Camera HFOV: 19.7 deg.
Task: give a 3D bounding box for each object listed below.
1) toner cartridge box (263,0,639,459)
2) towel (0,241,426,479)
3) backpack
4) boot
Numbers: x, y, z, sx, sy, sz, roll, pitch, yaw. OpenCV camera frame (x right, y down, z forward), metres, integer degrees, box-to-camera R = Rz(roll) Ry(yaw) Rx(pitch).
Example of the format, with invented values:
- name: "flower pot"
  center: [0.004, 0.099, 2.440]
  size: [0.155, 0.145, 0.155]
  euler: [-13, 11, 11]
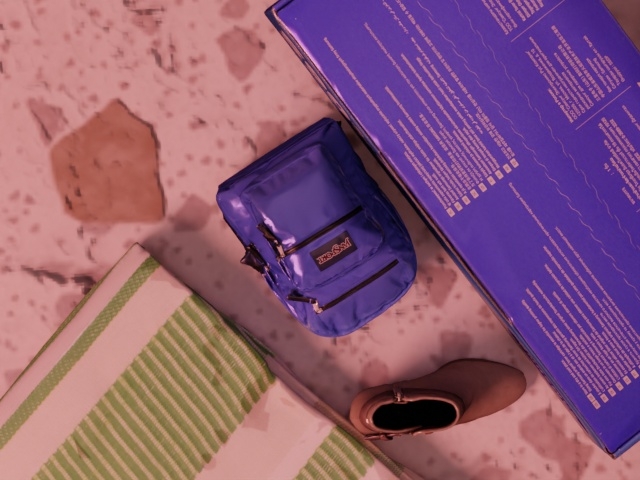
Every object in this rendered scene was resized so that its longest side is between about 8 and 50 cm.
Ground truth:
- name: "toner cartridge box"
  center: [0.135, -0.053, 1.139]
  size: [0.165, 0.075, 0.348]
  euler: [-37, 98, 0]
- name: "towel"
  center: [-0.069, 0.193, 1.158]
  size: [0.325, 0.038, 0.248]
  euler: [41, 83, -6]
- name: "backpack"
  center: [0.000, 0.000, 1.131]
  size: [0.098, 0.101, 0.120]
  euler: [-31, 98, 5]
- name: "boot"
  center: [0.076, 0.102, 1.147]
  size: [0.118, 0.087, 0.042]
  euler: [-11, 92, -3]
